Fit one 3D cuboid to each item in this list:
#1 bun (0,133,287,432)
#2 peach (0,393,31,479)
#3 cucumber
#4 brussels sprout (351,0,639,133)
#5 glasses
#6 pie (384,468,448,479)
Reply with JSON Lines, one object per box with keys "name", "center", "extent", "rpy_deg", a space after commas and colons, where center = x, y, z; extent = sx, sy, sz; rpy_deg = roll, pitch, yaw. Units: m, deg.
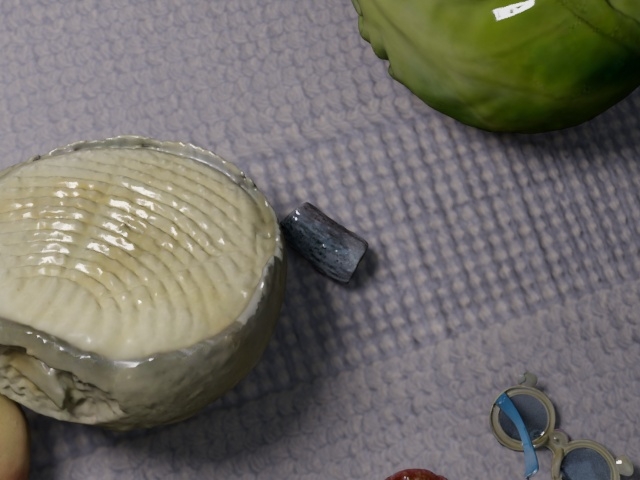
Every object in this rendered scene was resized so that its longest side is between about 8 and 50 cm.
{"name": "bun", "center": [-0.219, 0.059, 1.156], "extent": [0.365, 0.202, 0.364], "rpy_deg": [4, 45, -5]}
{"name": "peach", "center": [-0.385, 0.229, 1.103], "extent": [0.184, 0.184, 0.184], "rpy_deg": [3, 75, -10]}
{"name": "cucumber", "center": [0.002, 0.001, 1.300], "extent": [0.112, 0.064, 0.064], "rpy_deg": [35, 72, 2]}
{"name": "brussels sprout", "center": [0.261, -0.320, 1.281], "extent": [0.425, 0.342, 0.361], "rpy_deg": [-31, 76, -6]}
{"name": "glasses", "center": [0.267, 0.271, 1.220], "extent": [0.190, 0.220, 0.088], "rpy_deg": [42, 111, 0]}
{"name": "pie", "center": [0.105, 0.342, 1.242], "extent": [0.155, 0.036, 0.154], "rpy_deg": [3, 74, -11]}
